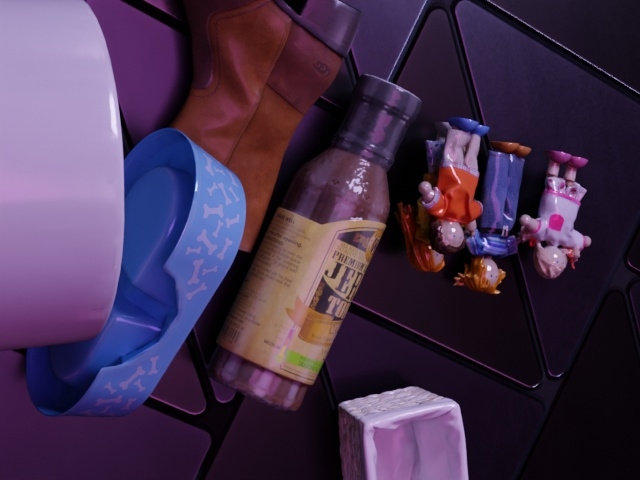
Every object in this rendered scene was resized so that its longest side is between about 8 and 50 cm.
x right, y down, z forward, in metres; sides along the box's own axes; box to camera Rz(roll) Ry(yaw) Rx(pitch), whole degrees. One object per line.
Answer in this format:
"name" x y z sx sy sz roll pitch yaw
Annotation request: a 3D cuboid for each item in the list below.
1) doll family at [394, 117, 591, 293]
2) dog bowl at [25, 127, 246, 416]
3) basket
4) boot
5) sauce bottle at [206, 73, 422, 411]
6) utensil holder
"doll family" 0.169 -0.029 1.503 0.263 0.118 0.163 13 88 -41
"dog bowl" -0.171 0.040 1.324 0.074 0.166 0.297 22 108 -35
"basket" 0.085 0.247 1.504 0.113 0.103 0.167 -10 101 -19
"boot" -0.129 -0.154 1.386 0.264 0.096 0.280 24 100 -25
"sauce bottle" 0.000 0.000 1.426 0.111 0.111 0.344 24 91 -23
"utensil holder" -0.384 -0.049 1.157 0.385 0.327 0.327 -2 99 -23
